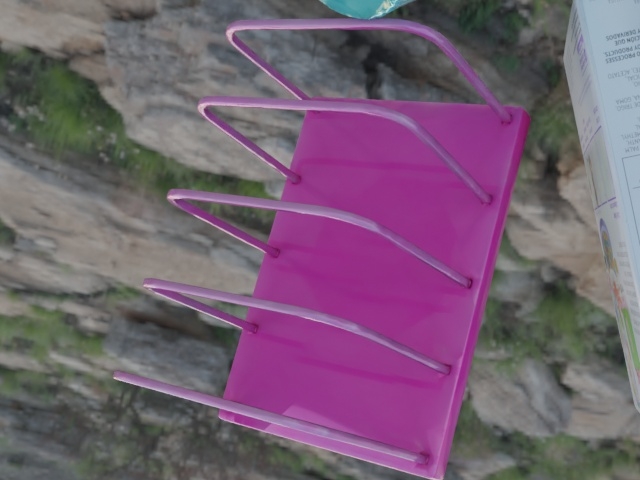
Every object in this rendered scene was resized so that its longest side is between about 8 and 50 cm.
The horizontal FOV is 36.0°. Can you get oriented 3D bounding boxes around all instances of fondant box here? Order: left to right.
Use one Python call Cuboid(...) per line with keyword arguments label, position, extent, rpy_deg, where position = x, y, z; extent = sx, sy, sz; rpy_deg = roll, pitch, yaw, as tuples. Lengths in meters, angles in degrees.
Cuboid(label="fondant box", position=(0.268, -0.018, 0.761), extent=(0.096, 0.331, 0.238), rpy_deg=(-10, 177, 12))

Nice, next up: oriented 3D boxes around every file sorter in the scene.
Cuboid(label="file sorter", position=(0.000, 0.000, 0.729), extent=(0.202, 0.291, 0.182), rpy_deg=(8, 167, 34))

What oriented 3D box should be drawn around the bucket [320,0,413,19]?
Cuboid(label="bucket", position=(0.054, -0.290, 0.625), extent=(0.183, 0.281, 0.281), rpy_deg=(-32, 165, -17))
